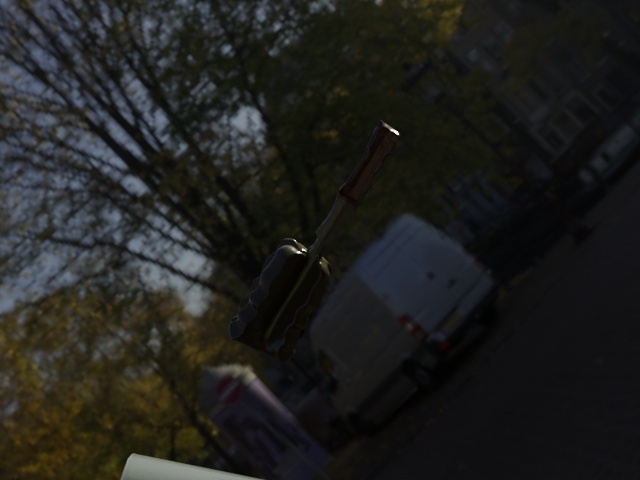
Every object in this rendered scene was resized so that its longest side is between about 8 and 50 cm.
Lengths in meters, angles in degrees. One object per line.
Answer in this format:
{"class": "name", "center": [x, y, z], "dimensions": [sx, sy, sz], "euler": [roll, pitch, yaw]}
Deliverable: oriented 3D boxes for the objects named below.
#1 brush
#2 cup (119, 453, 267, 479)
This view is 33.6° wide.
{"class": "brush", "center": [0.000, 0.000, 1.174], "dimensions": [0.301, 0.084, 0.071], "euler": [-59, 6, 17]}
{"class": "cup", "center": [-0.101, 0.385, 1.270], "dimensions": [0.205, 0.312, 0.206], "euler": [-170, 90, -89]}
